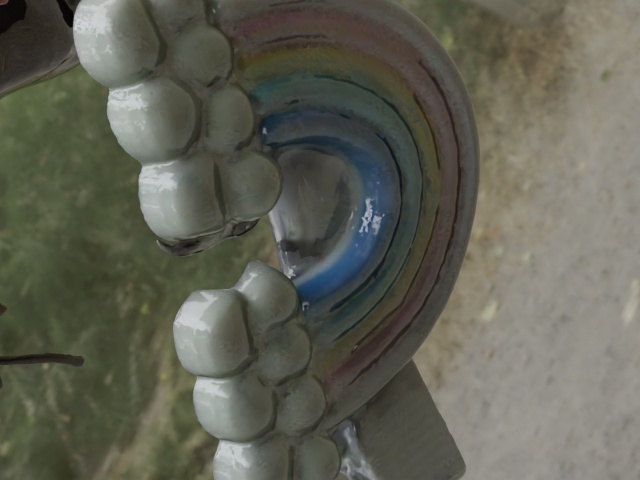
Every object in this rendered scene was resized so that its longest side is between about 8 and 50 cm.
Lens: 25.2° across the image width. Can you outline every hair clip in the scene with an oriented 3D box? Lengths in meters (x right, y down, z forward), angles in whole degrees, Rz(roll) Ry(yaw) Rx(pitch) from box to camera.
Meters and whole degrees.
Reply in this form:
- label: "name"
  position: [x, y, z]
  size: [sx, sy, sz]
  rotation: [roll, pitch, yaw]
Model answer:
- label: "hair clip"
  position: [0.000, 0.000, 0.482]
  size: [0.140, 0.220, 0.054]
  rotation: [-30, 30, -32]

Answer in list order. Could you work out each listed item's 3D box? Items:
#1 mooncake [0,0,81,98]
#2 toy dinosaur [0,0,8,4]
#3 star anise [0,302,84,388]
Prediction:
- label: "mooncake"
  position: [-0.349, -0.124, 0.915]
  size: [0.381, 0.212, 0.350]
  rotation: [-23, 14, 27]
- label: "toy dinosaur"
  position: [-0.170, -0.128, 0.502]
  size: [0.286, 0.070, 0.139]
  rotation: [-70, -16, -56]
- label: "star anise"
  position: [-0.348, 0.121, 1.356]
  size: [0.073, 0.234, 0.177]
  rotation: [15, 64, 51]
